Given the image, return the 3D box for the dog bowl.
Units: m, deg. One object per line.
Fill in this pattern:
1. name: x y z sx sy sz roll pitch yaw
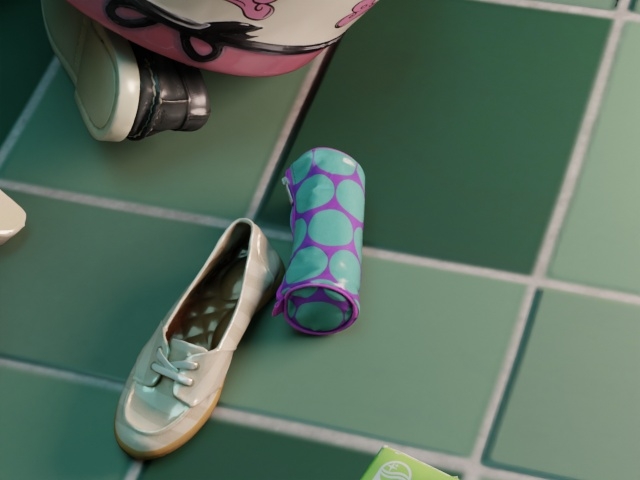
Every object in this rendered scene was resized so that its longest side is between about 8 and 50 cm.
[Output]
1. dog bowl: -0.113 -0.304 1.399 0.408 0.150 0.408 25 31 -17

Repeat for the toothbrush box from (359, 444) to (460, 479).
1. toothbrush box: 0.024 0.300 0.941 0.122 0.206 0.283 21 57 24

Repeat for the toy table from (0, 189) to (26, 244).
1. toy table: -0.372 -0.047 1.297 0.252 0.274 0.161 -19 28 38

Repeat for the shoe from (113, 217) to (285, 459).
1. shoe: -0.099 0.073 1.249 0.076 0.058 0.219 16 55 21

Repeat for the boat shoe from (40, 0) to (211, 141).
1. boat shoe: -0.178 -0.211 1.472 0.113 0.127 0.340 3 35 -26

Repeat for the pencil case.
1. pencil case: 0.000 0.000 1.291 0.070 0.064 0.152 7 49 -6
